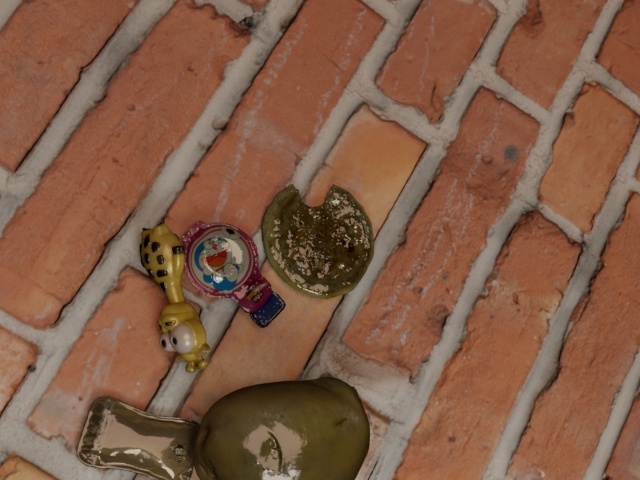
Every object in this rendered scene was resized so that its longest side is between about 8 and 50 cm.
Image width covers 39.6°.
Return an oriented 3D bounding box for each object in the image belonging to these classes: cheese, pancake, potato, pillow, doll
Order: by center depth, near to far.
[{"bbox_3d":[-0.063,0.380,1.632,0.326,0.221,0.243,0,77,-24],"label":"potato"},{"bbox_3d":[-0.331,0.373,1.638,0.218,0.033,0.130,20,72,-15],"label":"pillow"},{"bbox_3d":[-0.277,0.108,1.673,0.086,0.117,0.291,-13,85,-42],"label":"doll"},{"bbox_3d":[-0.170,0.063,1.742,0.244,0.062,0.155,48,67,-6],"label":"cheese"},{"bbox_3d":[0.000,0.000,1.828,0.254,0.037,0.253,4,77,-19],"label":"pancake"}]
